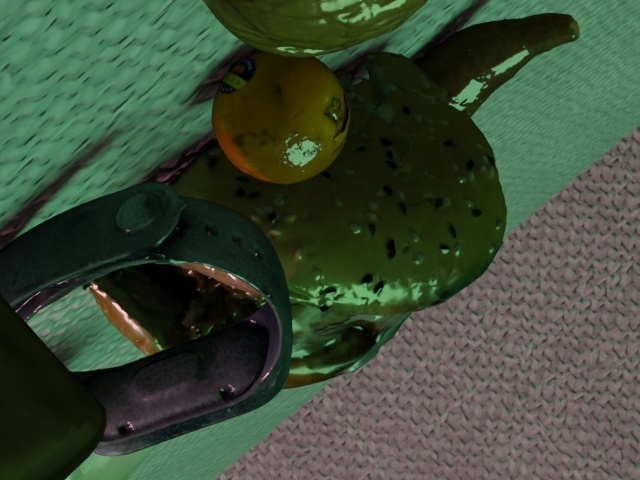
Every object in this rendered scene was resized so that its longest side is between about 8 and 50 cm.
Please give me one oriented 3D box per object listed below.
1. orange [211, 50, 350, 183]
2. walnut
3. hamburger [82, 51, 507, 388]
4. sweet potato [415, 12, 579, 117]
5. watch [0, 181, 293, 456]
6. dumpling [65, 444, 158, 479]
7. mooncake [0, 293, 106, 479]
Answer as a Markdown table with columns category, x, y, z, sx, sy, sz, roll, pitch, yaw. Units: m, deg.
| category | x | y | z | sx | sy | sz | roll | pitch | yaw |
| --- | --- | --- | --- | --- | --- | --- | --- | --- | --- |
| orange | -0.024 | -0.073 | 1.009 | 0.083 | 0.083 | 0.083 | -37 | 171 | -7 |
| walnut | 0.002 | -0.134 | 0.774 | 0.124 | 0.105 | 0.105 | -24 | 167 | -17 |
| hamburger | 0.000 | 0.000 | 1.175 | 0.288 | 0.192 | 0.167 | -32 | 159 | -38 |
| sweet potato | 0.067 | -0.090 | 1.334 | 0.314 | 0.066 | 0.072 | -40 | 164 | 26 |
| watch | -0.119 | 0.052 | 1.030 | 0.206 | 0.068 | 0.193 | -17 | 140 | 12 |
| dumpling | -0.242 | 0.227 | 1.287 | 0.243 | 0.187 | 0.318 | -41 | 168 | 37 |
| mooncake | -0.255 | 0.117 | 0.789 | 0.290 | 0.161 | 0.290 | -38 | 173 | -6 |
